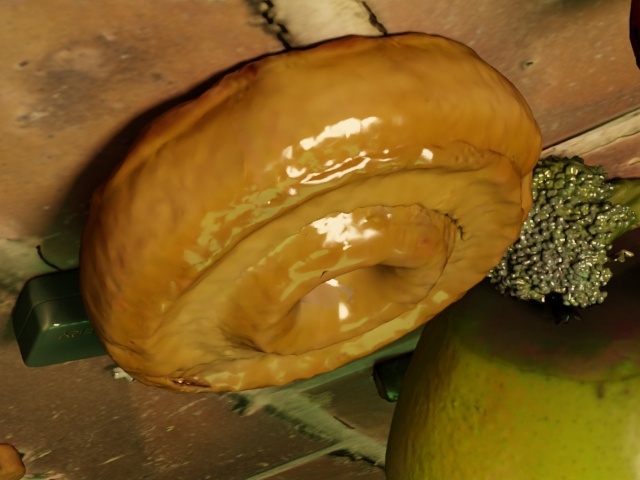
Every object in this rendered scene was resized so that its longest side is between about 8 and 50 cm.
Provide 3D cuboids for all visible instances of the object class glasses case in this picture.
[{"bbox_3d":[-0.116,0.043,1.045,0.184,0.039,0.078,-9,158,-26],"label":"glasses case"}]

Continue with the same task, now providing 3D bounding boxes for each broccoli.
[{"bbox_3d":[0.201,-0.014,1.128,0.204,0.118,0.122,-20,138,-50],"label":"broccoli"}]

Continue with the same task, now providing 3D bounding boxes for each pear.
[{"bbox_3d":[0.232,0.094,1.180,0.399,0.399,0.165,-14,119,-14],"label":"pear"}]

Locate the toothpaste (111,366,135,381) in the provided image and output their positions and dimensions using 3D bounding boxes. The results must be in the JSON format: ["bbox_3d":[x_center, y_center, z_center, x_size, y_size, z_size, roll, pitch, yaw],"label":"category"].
[{"bbox_3d":[-0.131,0.100,1.219,0.083,0.019,0.027,-10,142,-34],"label":"toothpaste"}]

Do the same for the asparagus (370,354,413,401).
[{"bbox_3d":[0.138,0.120,1.490,0.178,0.041,0.045,-15,168,-15],"label":"asparagus"}]

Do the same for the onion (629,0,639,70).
[{"bbox_3d":[0.176,-0.146,0.734,0.140,0.150,0.150,20,161,8],"label":"onion"}]

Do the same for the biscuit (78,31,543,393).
[{"bbox_3d":[0.000,0.000,0.906,0.296,0.102,0.296,-20,151,-11],"label":"biscuit"}]

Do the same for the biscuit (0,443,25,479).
[{"bbox_3d":[-0.375,0.223,1.290,0.239,0.041,0.212,-32,159,30],"label":"biscuit"}]
